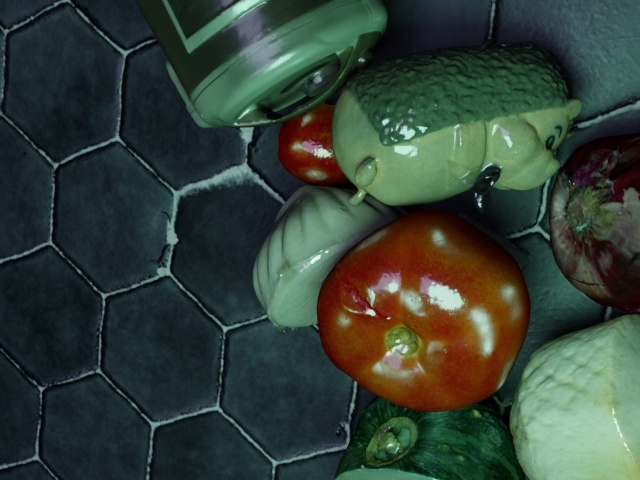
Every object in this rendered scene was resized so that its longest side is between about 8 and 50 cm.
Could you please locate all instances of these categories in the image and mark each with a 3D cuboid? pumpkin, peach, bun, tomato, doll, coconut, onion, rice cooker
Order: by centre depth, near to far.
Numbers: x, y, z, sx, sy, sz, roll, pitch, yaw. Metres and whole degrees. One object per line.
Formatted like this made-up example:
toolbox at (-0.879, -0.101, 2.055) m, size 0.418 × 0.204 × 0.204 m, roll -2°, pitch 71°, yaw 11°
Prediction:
onion at (0.437, -0.031, 1.427) m, size 0.252 × 0.219 × 0.252 m, roll 179°, pitch 90°, yaw -67°
coconut at (0.435, 0.255, 1.434) m, size 0.329 × 0.329 × 0.328 m, roll 5°, pitch 103°, yaw 21°
tomato at (0.149, 0.095, 1.439) m, size 0.299 × 0.226 × 0.298 m, roll 9°, pitch 120°, yaw 16°
doll at (0.194, -0.157, 1.454) m, size 0.350 × 0.247 × 0.247 m, roll -18°, pitch 95°, yaw -9°
rice cooker at (-0.091, -0.333, 1.505) m, size 0.335 × 0.335 × 0.325 m, roll -29°, pitch 90°, yaw 25°
pumpkin at (0.182, 0.327, 1.585) m, size 0.263 × 0.196 × 0.293 m, roll 40°, pitch 149°, yaw -25°
bun at (0.000, 0.000, 1.599) m, size 0.263 × 0.263 × 0.175 m, roll -41°, pitch 64°, yaw 25°
peach at (0.011, -0.146, 1.615) m, size 0.151 × 0.118 × 0.151 m, roll 6°, pitch 108°, yaw 20°

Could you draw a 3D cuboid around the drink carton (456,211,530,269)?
drink carton at (0.205, 0.086, 1.597) m, size 0.134 × 0.102 × 0.222 m, roll 33°, pitch 112°, yaw 11°
